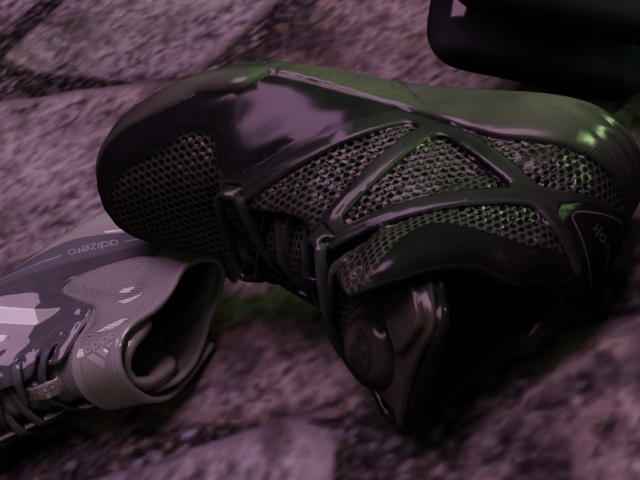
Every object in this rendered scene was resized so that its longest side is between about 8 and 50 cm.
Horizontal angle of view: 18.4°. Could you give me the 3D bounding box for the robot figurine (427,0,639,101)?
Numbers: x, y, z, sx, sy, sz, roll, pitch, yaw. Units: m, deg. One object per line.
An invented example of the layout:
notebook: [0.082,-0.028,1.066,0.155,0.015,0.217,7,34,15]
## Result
robot figurine: [0.122,-0.204,0.855,0.209,0.173,0.278,-10,61,46]

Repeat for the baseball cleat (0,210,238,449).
baseball cleat: [-0.129,0.056,0.830,0.206,0.072,0.109,-39,32,-13]

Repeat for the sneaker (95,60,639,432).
sneaker: [0.000,0.000,0.762,0.227,0.087,0.130,7,43,21]
